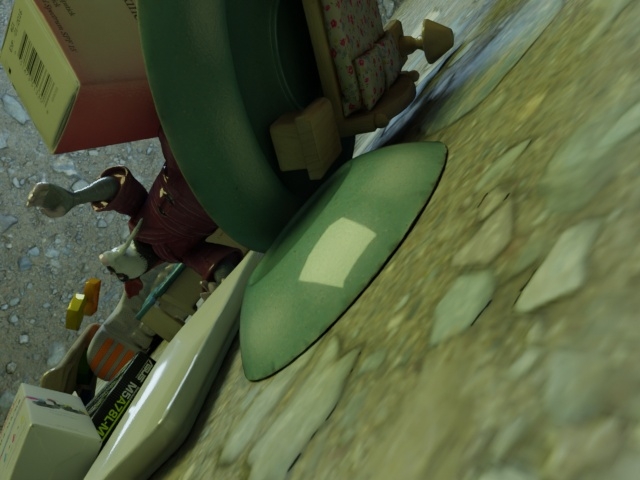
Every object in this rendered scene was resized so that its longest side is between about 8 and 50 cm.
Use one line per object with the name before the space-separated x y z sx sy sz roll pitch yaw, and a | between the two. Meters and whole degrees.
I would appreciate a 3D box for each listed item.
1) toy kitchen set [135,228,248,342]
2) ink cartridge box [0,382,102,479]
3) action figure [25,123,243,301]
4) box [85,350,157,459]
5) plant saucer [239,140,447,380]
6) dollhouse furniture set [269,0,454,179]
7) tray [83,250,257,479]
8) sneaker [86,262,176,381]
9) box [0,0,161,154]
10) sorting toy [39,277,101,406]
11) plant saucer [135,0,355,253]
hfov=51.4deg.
toy kitchen set | -0.216 0.034 1.045 0.207 0.122 0.166 -50 9 -1
ink cartridge box | -0.257 0.196 0.598 0.181 0.062 0.104 3 72 63
action figure | -0.166 -0.071 0.839 0.370 0.248 0.275 -42 11 30
box | -0.284 0.244 0.793 0.191 0.045 0.184 -43 15 35
plant saucer | 0.000 0.000 0.428 0.195 0.037 0.195 -48 9 10
dollhouse furniture set | 0.069 -0.261 0.507 0.174 0.303 0.355 -4 29 22
tray | -0.115 0.112 0.550 0.145 0.030 0.270 -47 10 22
sneaker | -0.305 0.097 1.217 0.321 0.125 0.180 -50 10 2
box | -0.231 -0.211 0.796 0.232 0.148 0.127 -21 -17 -44
sorting toy | -0.421 0.233 1.150 0.229 0.041 0.307 -87 8 -77
plant saucer | -0.031 -0.149 0.530 0.044 0.317 0.317 -4 32 22
